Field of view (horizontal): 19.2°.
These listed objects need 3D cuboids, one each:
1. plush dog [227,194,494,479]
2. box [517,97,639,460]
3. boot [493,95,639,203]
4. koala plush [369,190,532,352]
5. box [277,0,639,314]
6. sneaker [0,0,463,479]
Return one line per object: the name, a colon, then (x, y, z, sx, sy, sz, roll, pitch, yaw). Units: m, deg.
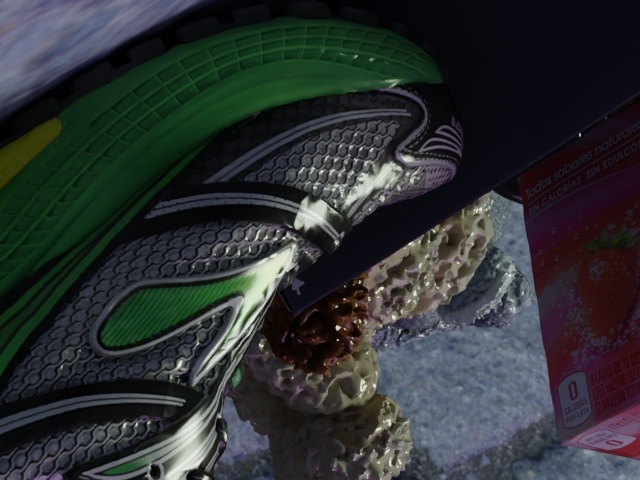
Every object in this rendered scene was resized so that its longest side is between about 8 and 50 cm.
plush dog: (0.000, 0.000, 1.121, 0.262, 0.210, 0.225, -65, -177, -36)
box: (0.246, -0.014, 0.815, 0.154, 0.142, 0.300, 16, 146, -34)
boot: (0.145, -0.093, 1.051, 0.236, 0.085, 0.178, -21, -155, -25)
koala plush: (0.075, -0.006, 1.460, 0.203, 0.196, 0.221, -22, 179, -17)
box: (0.094, -0.093, 0.795, 0.261, 0.103, 0.184, -34, -179, 36)
sneaker: (-0.072, 0.032, 0.626, 0.343, 0.146, 0.134, -32, 178, -36)
